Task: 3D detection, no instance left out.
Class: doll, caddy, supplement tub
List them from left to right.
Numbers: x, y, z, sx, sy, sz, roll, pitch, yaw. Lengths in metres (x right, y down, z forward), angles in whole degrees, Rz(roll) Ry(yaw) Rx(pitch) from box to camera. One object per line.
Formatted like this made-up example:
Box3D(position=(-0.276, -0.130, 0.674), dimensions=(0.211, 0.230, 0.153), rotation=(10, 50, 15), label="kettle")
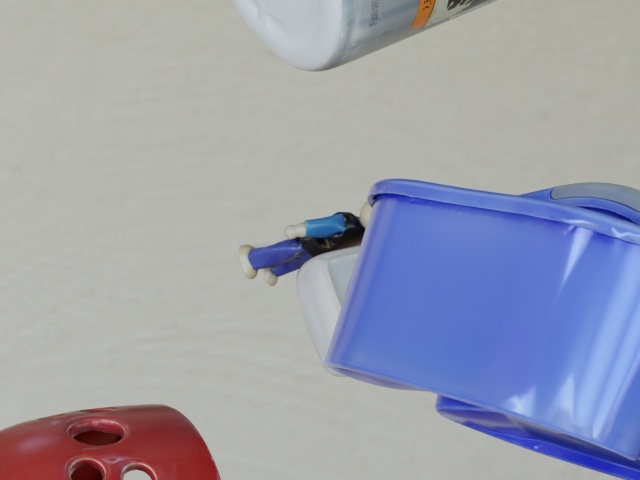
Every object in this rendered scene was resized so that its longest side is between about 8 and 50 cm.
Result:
Box3D(position=(0.000, 0.000, 2.066), dimensions=(0.189, 0.046, 0.129), rotation=(-21, -25, 32), label="doll")
Box3D(position=(0.087, -0.266, 1.437), dimensions=(0.316, 0.194, 0.193), rotation=(-26, 24, -25), label="supplement tub")
Box3D(position=(0.164, 0.046, 1.242), dimensions=(0.241, 0.179, 0.341), rotation=(25, -8, -37), label="caddy")

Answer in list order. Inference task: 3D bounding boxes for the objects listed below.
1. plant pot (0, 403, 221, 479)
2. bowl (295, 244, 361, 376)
Box3D(position=(-0.162, 0.194, 1.106), dimensions=(0.174, 0.191, 0.191), rotation=(0, 12, -31), label="plant pot")
Box3D(position=(0.055, 0.061, 1.935), dimensions=(0.142, 0.053, 0.142), rotation=(-10, 59, -16), label="bowl")
